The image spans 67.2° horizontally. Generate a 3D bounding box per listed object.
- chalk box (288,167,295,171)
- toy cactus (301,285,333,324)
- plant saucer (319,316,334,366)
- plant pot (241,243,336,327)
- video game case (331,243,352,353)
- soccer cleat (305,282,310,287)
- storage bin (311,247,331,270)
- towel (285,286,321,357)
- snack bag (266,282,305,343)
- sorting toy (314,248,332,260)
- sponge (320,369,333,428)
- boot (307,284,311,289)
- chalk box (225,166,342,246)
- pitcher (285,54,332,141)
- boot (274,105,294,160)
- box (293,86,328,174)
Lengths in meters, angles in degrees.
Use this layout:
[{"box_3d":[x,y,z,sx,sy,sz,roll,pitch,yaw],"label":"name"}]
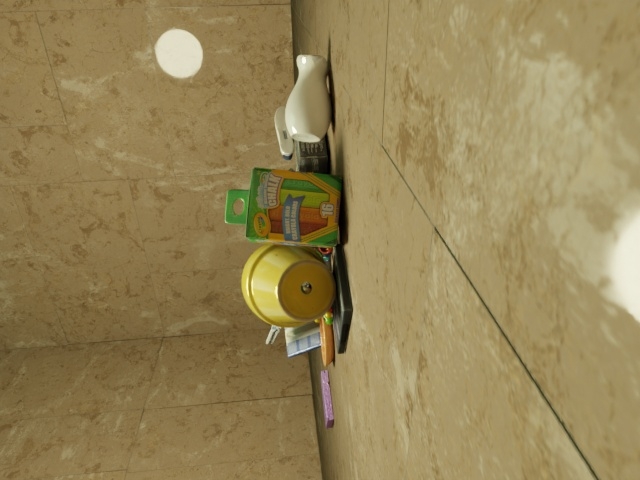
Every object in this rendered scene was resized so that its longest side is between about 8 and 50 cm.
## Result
[{"box_3d":[-0.095,-0.111,1.439,0.132,0.213,0.132,-36,29,35],"label":"chalk box"},{"box_3d":[-0.038,0.184,1.593,0.112,0.219,0.180,-56,14,6],"label":"toy cactus"},{"box_3d":[0.024,0.357,1.763,0.200,0.037,0.200,176,90,-85],"label":"plant saucer"},{"box_3d":[-0.073,0.125,1.337,0.239,0.254,0.254,180,86,-69],"label":"plant pot"},{"box_3d":[0.053,0.166,1.316,0.274,0.026,0.196,91,173,-55],"label":"video game case"},{"box_3d":[-0.064,0.151,2.427,0.116,0.109,0.318,-3,-94,-72],"label":"soccer cleat"},{"box_3d":[-0.025,0.073,1.622,0.098,0.135,0.091,104,151,-75],"label":"storage bin"},{"box_3d":[-0.064,0.329,2.004,0.034,0.209,0.285,38,-145,-46],"label":"towel"},{"box_3d":[-0.107,0.218,1.865,0.323,0.037,0.342,-62,1,-32],"label":"snack bag"},{"box_3d":[0.009,0.033,1.551,0.102,0.061,0.042,-43,7,39],"label":"sorting toy"},{"box_3d":[0.027,0.664,2.015,0.117,0.031,0.210,92,172,-51],"label":"sponge"},{"box_3d":[-0.026,0.239,1.827,0.115,0.112,0.305,44,-179,1],"label":"boot"},{"box_3d":[-0.101,-0.079,1.243,0.179,0.289,0.180,140,134,-84],"label":"chalk box"},{"box_3d":[-0.021,-0.373,1.321,0.178,0.125,0.207,19,-103,-73],"label":"pitcher"},{"box_3d":[-0.134,-0.396,1.791,0.086,0.069,0.190,119,147,-79],"label":"boot"},{"box_3d":[-0.039,-0.284,1.644,0.318,0.097,0.395,88,176,-48],"label":"box"}]
